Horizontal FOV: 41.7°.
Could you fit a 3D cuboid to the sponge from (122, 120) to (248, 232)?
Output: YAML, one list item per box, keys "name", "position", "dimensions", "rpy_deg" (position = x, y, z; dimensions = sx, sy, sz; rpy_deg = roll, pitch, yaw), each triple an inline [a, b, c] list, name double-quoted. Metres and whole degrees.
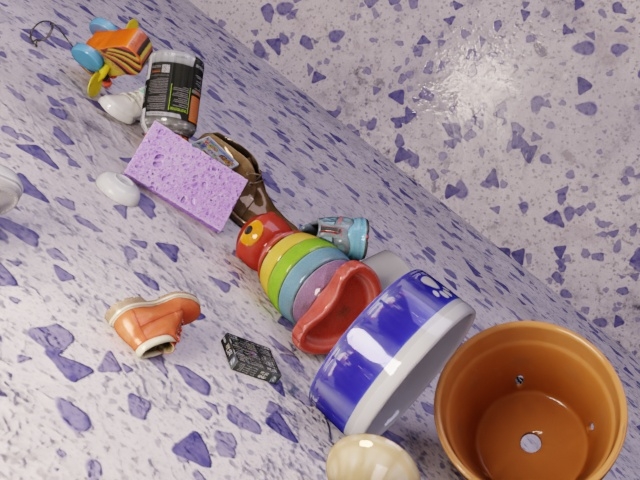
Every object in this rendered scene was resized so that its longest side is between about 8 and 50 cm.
- name: "sponge"
  position: [-0.249, -0.117, 1.567]
  dimensions: [0.210, 0.117, 0.031]
  rpy_deg: [32, -18, -15]

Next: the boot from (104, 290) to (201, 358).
- name: "boot"
  position: [-0.208, 0.117, 1.132]
  dimensions: [0.084, 0.059, 0.158]
  rpy_deg: [48, 28, 21]

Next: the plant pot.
- name: "plant pot"
  position: [0.341, 0.305, 1.369]
  dimensions: [0.291, 0.291, 0.203]
  rpy_deg: [49, -9, 33]

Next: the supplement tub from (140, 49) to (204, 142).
- name: "supplement tub"
  position: [-0.308, -0.287, 1.740]
  dimensions: [0.117, 0.190, 0.117]
  rpy_deg: [6, -8, 1]

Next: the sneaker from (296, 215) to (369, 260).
- name: "sneaker"
  position: [0.000, 0.000, 1.633]
  dimensions: [0.125, 0.104, 0.262]
  rpy_deg: [11, -18, -16]

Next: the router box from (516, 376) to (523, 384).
- name: "router box"
  position: [0.486, 0.367, 1.897]
  dimensions: [0.092, 0.038, 0.122]
  rpy_deg: [24, 21, -39]

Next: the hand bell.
- name: "hand bell"
  position: [0.030, 0.345, 0.972]
  dimensions: [0.126, 0.126, 0.242]
  rpy_deg: [38, 30, 1]

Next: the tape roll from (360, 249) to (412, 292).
- name: "tape roll"
  position: [0.133, 0.130, 1.534]
  dimensions: [0.219, 0.072, 0.219]
  rpy_deg: [58, -16, 26]

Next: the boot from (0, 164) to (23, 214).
- name: "boot"
  position: [-0.446, -0.025, 0.988]
  dimensions: [0.123, 0.095, 0.258]
  rpy_deg: [51, 29, 21]

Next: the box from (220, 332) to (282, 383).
- name: "box"
  position: [-0.103, 0.175, 1.247]
  dimensions: [0.083, 0.018, 0.067]
  rpy_deg: [25, 20, -35]

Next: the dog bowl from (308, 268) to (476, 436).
- name: "dog bowl"
  position: [0.107, 0.174, 1.247]
  dimensions: [0.104, 0.265, 0.265]
  rpy_deg: [40, 17, 18]

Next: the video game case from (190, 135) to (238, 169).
- name: "video game case"
  position: [-0.225, -0.161, 1.656]
  dimensions: [0.087, 0.011, 0.122]
  rpy_deg: [43, 34, 7]

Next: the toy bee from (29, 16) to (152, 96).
- name: "toy bee"
  position: [-0.462, -0.404, 1.823]
  dimensions: [0.298, 0.195, 0.162]
  rpy_deg: [37, -12, 37]

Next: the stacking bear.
- name: "stacking bear"
  position: [-0.043, 0.052, 1.475]
  dimensions: [0.289, 0.175, 0.164]
  rpy_deg: [40, 5, 36]

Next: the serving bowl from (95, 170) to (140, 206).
- name: "serving bowl"
  position: [-0.346, -0.094, 1.454]
  dimensions: [0.083, 0.027, 0.083]
  rpy_deg: [33, 18, -12]

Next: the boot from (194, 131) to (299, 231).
- name: "boot"
  position: [-0.149, -0.104, 1.735]
  dimensions: [0.305, 0.115, 0.112]
  rpy_deg: [39, 15, 3]

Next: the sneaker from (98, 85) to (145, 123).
- name: "sneaker"
  position: [-0.388, -0.302, 1.806]
  dimensions: [0.080, 0.094, 0.212]
  rpy_deg: [44, 18, 17]
